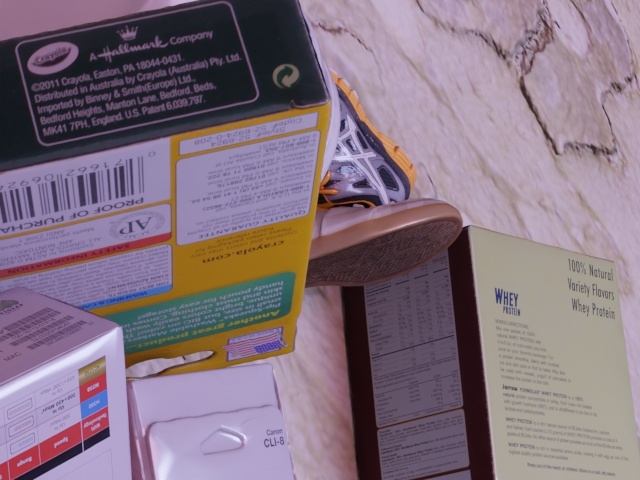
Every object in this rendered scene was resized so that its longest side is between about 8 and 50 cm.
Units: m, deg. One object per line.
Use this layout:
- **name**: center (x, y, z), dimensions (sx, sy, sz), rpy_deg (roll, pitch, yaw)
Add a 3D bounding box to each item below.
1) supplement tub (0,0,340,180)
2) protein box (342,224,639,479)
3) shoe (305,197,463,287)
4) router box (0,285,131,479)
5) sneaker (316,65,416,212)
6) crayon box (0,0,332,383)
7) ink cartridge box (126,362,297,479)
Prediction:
- **supplement tub**: center (-0.111, -0.116, 1.168), dimensions (0.272, 0.191, 0.191), rpy_deg (41, 43, -62)
- **protein box**: center (0.137, 0.114, 1.461), dimensions (0.200, 0.136, 0.201), rpy_deg (12, 67, -46)
- **shoe**: center (0.000, 0.000, 1.343), dimensions (0.219, 0.076, 0.058), rpy_deg (-15, 60, -18)
- **router box**: center (-0.232, 0.220, 0.888), dimensions (0.335, 0.082, 0.301), rpy_deg (-26, 124, -46)
- **sneaker**: center (-0.002, -0.068, 1.416), dimensions (0.215, 0.084, 0.083), rpy_deg (38, 54, -35)
- **crayon box**: center (-0.111, -0.011, 1.057), dimensions (0.203, 0.323, 0.083), rpy_deg (-13, 65, -11)
- **ink cartridge box**: center (-0.117, 0.155, 1.114), dimensions (0.128, 0.176, 0.127), rpy_deg (-4, 78, -50)
